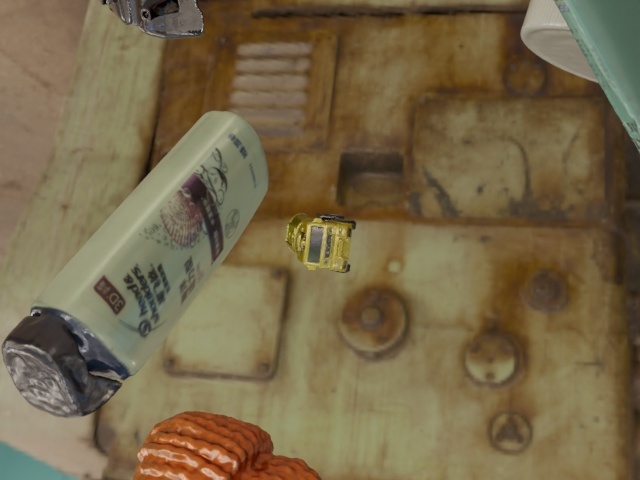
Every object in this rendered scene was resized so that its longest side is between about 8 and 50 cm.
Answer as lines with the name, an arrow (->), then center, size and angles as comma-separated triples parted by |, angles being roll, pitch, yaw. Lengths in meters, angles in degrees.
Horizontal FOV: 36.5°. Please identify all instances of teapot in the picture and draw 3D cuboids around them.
teapot -> -0.191, -0.268, 1.047 | 0.096, 0.177, 0.087 | -15, 122, -18

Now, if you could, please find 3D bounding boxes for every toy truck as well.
toy truck -> 0.000, 0.000, 0.901 | 0.054, 0.049, 0.083 | 6, -173, -13

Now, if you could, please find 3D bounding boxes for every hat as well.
hat -> -0.077, 0.387, 1.436 | 0.400, 0.285, 0.285 | -2, 156, 18

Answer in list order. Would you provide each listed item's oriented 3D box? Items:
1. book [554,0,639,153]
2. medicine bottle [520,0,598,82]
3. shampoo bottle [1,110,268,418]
book -> 0.377, -0.197, 0.945 | 0.379, 0.264, 0.031 | 55, 161, -17
medicine bottle -> 0.375, -0.344, 1.108 | 0.245, 0.306, 0.245 | 20, 180, 0
shampoo bottle -> -0.160, 0.022, 0.941 | 0.078, 0.359, 0.134 | 5, 131, 27
